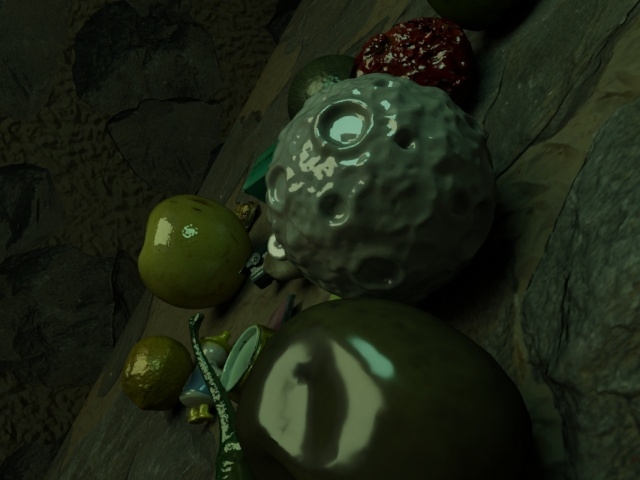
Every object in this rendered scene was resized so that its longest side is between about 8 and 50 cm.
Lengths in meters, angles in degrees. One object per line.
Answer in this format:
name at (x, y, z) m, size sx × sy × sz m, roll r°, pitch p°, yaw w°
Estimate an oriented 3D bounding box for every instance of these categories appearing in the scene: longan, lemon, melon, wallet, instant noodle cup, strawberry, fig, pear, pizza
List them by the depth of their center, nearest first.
longan at (0.061, 0.201, 0.691) m, size 0.350 × 0.288 × 0.288 m, roll 10°, pitch 70°, yaw 57°
instant noodle cup at (-0.091, 0.244, 1.141) m, size 0.182 × 0.144 × 0.182 m, roll -48°, pitch 23°, yaw 28°
fig at (0.295, -0.519, 1.208) m, size 0.203 × 0.225 × 0.203 m, roll -59°, pitch 0°, yaw 1°
strawberry at (0.173, -0.322, 1.224) m, size 0.274 × 0.221 × 0.274 m, roll -51°, pitch 22°, yaw 31°
wallet at (-0.107, 0.234, 1.346) m, size 0.119 × 0.025 × 0.232 m, roll -52°, pitch 18°, yaw 48°
melon at (0.037, -0.334, 1.529) m, size 0.237 × 0.238 × 0.301 m, roll -55°, pitch 16°, yaw 10°
lemon at (-0.452, 0.368, 1.736) m, size 0.192 × 0.192 × 0.231 m, roll -42°, pitch 27°, yaw 38°
pear at (-0.373, 0.036, 1.843) m, size 0.348 × 0.348 × 0.348 m, roll -48°, pitch 23°, yaw 28°
pizza at (-0.260, -0.078, 2.109) m, size 0.161 × 0.062 × 0.182 m, roll -32°, pitch 32°, yaw 48°

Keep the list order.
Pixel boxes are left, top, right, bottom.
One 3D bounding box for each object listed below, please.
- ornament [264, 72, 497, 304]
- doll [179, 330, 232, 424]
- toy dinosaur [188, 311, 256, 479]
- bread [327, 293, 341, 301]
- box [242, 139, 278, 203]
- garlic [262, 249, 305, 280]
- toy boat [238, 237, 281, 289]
ornament at (0.094, -0.066, 0.903) m, size 0.337 × 0.337 × 0.337 m, roll -48°, pitch 23°, yaw 28°
doll at (-0.276, 0.326, 1.526) m, size 0.135 × 0.099 × 0.241 m, roll 109°, pitch 176°, yaw -49°
toy dinosaur at (-0.169, 0.362, 1.002) m, size 0.301 × 0.087 × 0.446 m, roll 14°, pitch 82°, yaw 27°
bread at (0.075, 0.087, 1.136) m, size 0.228 × 0.034 × 0.228 m, roll -50°, pitch 21°, yaw 27°
box at (-0.023, -0.157, 1.464) m, size 0.311 × 0.205 × 0.118 m, roll -26°, pitch 36°, yaw 56°
garlic at (-0.002, -0.008, 1.339) m, size 0.318 × 0.112 × 0.143 m, roll -28°, pitch 58°, yaw 43°
toy boat at (-0.079, 0.024, 1.518) m, size 0.246 × 0.103 × 0.093 m, roll -38°, pitch 50°, yaw 17°
